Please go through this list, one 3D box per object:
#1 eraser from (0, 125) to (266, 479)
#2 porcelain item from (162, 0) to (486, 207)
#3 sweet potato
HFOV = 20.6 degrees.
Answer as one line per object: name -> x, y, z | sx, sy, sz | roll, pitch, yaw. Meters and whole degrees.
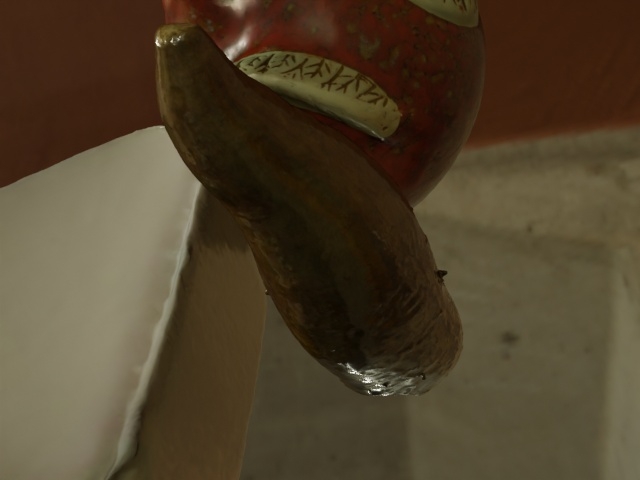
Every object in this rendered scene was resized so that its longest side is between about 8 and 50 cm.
eraser -> -0.161, 0.106, 0.998 | 0.331, 0.331, 0.150 | -13, -54, 6
porcelain item -> -0.023, -0.127, 1.180 | 0.253, 0.253, 0.253 | -5, -38, -4
sweet potato -> 0.000, 0.000, 0.741 | 0.077, 0.077, 0.244 | -20, -39, 15
